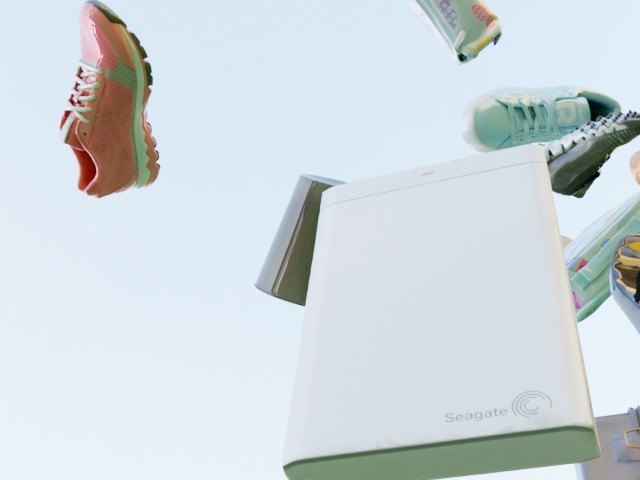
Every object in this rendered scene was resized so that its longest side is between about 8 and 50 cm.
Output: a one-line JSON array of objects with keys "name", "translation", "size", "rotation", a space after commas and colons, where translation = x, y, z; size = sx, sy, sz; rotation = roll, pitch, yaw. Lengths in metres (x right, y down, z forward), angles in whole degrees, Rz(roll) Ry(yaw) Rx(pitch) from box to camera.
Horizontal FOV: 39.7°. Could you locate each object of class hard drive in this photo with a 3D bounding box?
[{"name": "hard drive", "translation": [0.100, 0.050, 0.782], "size": [0.233, 0.353, 0.047], "rotation": [-11, -52, 15]}]

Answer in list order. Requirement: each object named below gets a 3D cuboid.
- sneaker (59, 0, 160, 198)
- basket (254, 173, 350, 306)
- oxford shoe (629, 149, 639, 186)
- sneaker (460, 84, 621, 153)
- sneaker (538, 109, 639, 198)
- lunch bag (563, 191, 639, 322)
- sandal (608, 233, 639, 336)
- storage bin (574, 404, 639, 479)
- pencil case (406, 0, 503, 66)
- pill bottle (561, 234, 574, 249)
[{"name": "sneaker", "translation": [-0.330, -0.197, 1.327], "size": [0.136, 0.116, 0.313], "rotation": [-29, -50, -34]}, {"name": "basket", "translation": [0.000, 0.000, 1.646], "size": [0.154, 0.205, 0.226], "rotation": [-25, -50, -76]}, {"name": "oxford shoe", "translation": [0.777, -0.136, 1.717], "size": [0.364, 0.129, 0.133], "rotation": [3, -29, -29]}, {"name": "sneaker", "translation": [0.445, -0.255, 1.750], "size": [0.366, 0.150, 0.135], "rotation": [-14, -88, -32]}, {"name": "sneaker", "translation": [0.411, -0.124, 1.386], "size": [0.078, 0.234, 0.106], "rotation": [-37, -78, -54]}, {"name": "lunch bag", "translation": [0.496, 0.044, 1.586], "size": [0.279, 0.108, 0.224], "rotation": [-44, -6, -6]}, {"name": "sandal", "translation": [0.327, 0.067, 0.797], "size": [0.097, 0.254, 0.054], "rotation": [3, -56, 2]}, {"name": "storage bin", "translation": [0.378, 0.284, 1.144], "size": [0.091, 0.135, 0.098], "rotation": [-5, -45, 7]}, {"name": "pencil case", "translation": [0.213, -0.451, 1.630], "size": [0.273, 0.113, 0.124], "rotation": [49, -117, -12]}, {"name": "pill bottle", "translation": [0.492, 0.129, 2.189], "size": [0.210, 0.210, 0.363], "rotation": [-8, -18, -30]}]
